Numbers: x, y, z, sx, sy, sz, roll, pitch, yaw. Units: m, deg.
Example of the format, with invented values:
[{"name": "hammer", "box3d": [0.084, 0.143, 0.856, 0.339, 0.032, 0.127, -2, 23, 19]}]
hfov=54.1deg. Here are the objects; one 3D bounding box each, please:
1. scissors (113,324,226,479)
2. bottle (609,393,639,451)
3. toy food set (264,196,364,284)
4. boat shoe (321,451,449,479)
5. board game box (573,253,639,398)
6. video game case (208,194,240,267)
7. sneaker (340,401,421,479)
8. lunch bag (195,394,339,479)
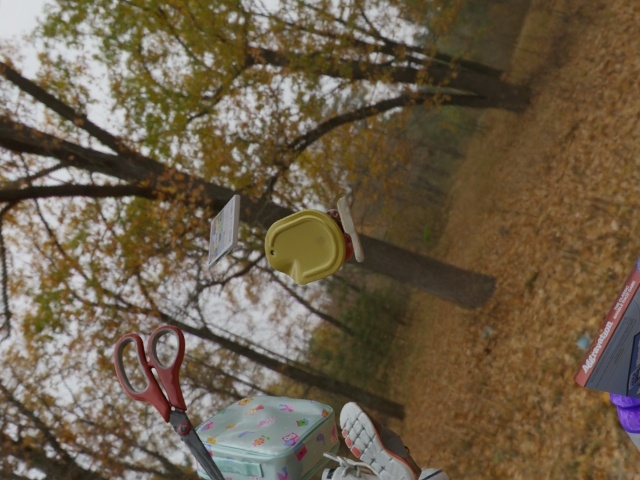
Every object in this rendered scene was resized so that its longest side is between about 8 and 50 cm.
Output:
[{"name": "scissors", "box3d": [-0.205, 0.252, 0.868, 0.109, 0.297, 0.021, -24, -23, -4]}, {"name": "bottle", "box3d": [0.654, 0.347, 1.245, 0.118, 0.283, 0.092, -46, 16, -33]}, {"name": "toy food set", "box3d": [0.000, 0.000, 1.139, 0.071, 0.217, 0.128, -28, -83, -53]}, {"name": "boat shoe", "box3d": [0.043, 0.453, 1.133, 0.157, 0.367, 0.136, 68, -172, 27]}, {"name": "board game box", "box3d": [0.481, 0.095, 0.887, 0.281, 0.145, 0.027, -68, 22, 15]}, {"name": "video game case", "box3d": [-0.162, -0.014, 1.047, 0.122, 0.011, 0.087, -36, 49, 55]}, {"name": "sneaker", "box3d": [0.093, 0.314, 0.963, 0.061, 0.158, 0.065, -50, -22, 27]}, {"name": "lunch bag", "box3d": [-0.120, 0.418, 1.288, 0.224, 0.279, 0.108, -29, -70, -53]}]
